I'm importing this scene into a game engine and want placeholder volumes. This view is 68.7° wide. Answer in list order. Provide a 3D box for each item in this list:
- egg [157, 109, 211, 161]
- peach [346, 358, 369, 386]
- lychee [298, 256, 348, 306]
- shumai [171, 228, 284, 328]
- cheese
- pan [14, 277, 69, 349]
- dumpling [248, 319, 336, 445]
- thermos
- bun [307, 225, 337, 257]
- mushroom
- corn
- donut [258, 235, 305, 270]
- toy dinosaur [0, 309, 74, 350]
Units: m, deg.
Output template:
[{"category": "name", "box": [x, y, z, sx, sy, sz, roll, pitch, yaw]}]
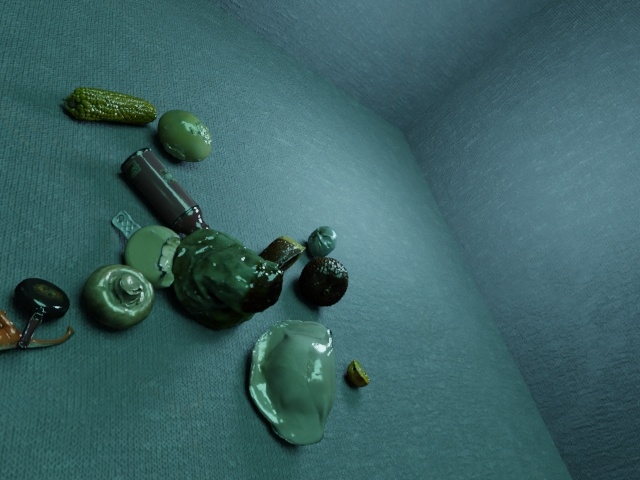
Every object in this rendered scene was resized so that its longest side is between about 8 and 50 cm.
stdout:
[{"category": "egg", "box": [-0.474, -0.363, 1.639, 0.201, 0.164, 0.164, 43, 31, -19]}, {"category": "peach", "box": [0.128, 0.474, 1.650, 0.098, 0.061, 0.098, 55, 8, -12]}, {"category": "lychee", "box": [0.009, 0.149, 1.728, 0.194, 0.194, 0.195, 33, 35, -28]}, {"category": "shumai", "box": [-0.233, 0.090, 1.325, 0.309, 0.263, 0.304, -5, 82, -50]}, {"category": "cheese", "box": [-0.490, 0.025, 1.270, 0.248, 0.164, 0.071, 20, -10, 17]}, {"category": "pan", "box": [-0.594, 0.147, 0.985, 0.114, 0.040, 0.212, 39, 12, -30]}, {"category": "dumpling", "box": [-0.083, 0.398, 1.370, 0.259, 0.181, 0.342, 13, 77, -10]}, {"category": "thermos", "box": [-0.464, -0.123, 1.459, 0.330, 0.109, 0.136, 50, -11, -3]}, {"category": "bun", "box": [0.000, 0.000, 1.903, 0.083, 0.140, 0.141, 36, 33, -35]}, {"category": "mushroom", "box": [-0.483, 0.131, 1.137, 0.166, 0.127, 0.166, 42, 27, -27]}, {"category": "corn", "box": [-0.663, -0.434, 1.517, 0.102, 0.102, 0.312, 57, 31, 9]}, {"category": "donut", "box": [-0.149, 0.059, 1.644, 0.112, 0.151, 0.295, 41, 31, 2]}, {"category": "toy dinosaur", "box": [-0.638, 0.186, 0.948, 0.279, 0.055, 0.102, -9, 74, -57]}]
